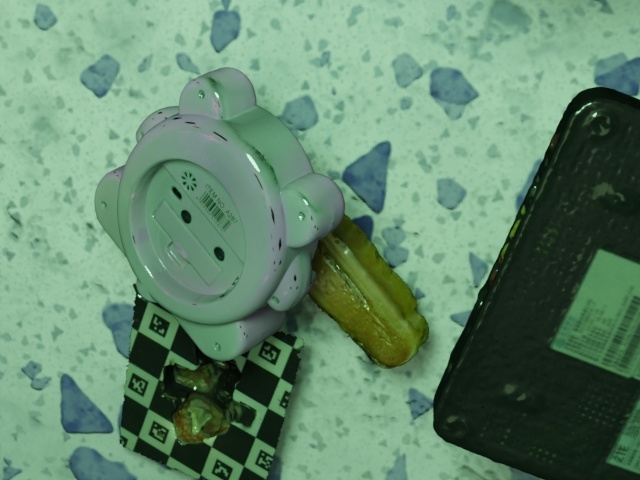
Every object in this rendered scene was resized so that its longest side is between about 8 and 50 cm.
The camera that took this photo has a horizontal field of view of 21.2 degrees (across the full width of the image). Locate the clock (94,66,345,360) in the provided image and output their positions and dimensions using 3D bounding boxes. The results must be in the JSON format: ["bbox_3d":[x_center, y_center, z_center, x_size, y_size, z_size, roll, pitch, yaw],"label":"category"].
[{"bbox_3d":[-0.095,-0.026,1.605,0.227,0.090,0.248,50,136,10],"label":"clock"}]

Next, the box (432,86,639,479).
[{"bbox_3d":[0.252,0.053,1.495,0.211,0.058,0.350,20,111,-5],"label":"box"}]

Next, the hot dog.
[{"bbox_3d":[0.001,-0.001,1.658,0.083,0.068,0.289,-38,91,33],"label":"hot dog"}]

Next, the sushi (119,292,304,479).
[{"bbox_3d":[-0.112,0.151,1.772,0.192,0.040,0.210,21,118,17],"label":"sushi"}]

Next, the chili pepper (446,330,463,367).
[{"bbox_3d":[0.225,0.070,1.601,0.148,0.116,0.265,31,116,18],"label":"chili pepper"}]
